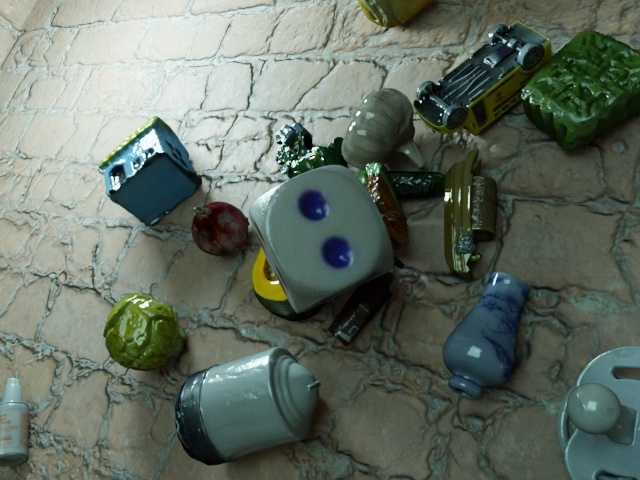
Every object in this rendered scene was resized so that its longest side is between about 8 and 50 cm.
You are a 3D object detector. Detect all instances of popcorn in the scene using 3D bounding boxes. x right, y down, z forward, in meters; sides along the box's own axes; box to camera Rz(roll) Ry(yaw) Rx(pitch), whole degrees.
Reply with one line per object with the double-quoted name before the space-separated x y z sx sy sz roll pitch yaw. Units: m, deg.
"popcorn" -0.478 0.245 1.649 0.221 0.183 0.204 37 92 36

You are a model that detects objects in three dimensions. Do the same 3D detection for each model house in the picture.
"model house" -0.539 -0.238 1.924 0.237 0.215 0.303 -37 48 8

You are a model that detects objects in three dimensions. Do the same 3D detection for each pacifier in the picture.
"pacifier" 0.488 0.301 1.048 0.238 0.225 0.287 1 63 50

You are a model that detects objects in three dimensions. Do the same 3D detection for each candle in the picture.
"candle" -0.141 0.363 1.374 0.342 0.221 0.221 -19 57 16

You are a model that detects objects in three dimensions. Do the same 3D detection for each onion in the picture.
"onion" -0.288 -0.041 1.680 0.159 0.195 0.160 -7 67 17

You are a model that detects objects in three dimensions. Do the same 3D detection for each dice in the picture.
"dice" 0.000 0.000 1.321 0.243 0.259 0.251 -26 84 -12

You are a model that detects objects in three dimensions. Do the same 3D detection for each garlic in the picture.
"garlic" 0.179 -0.256 1.542 0.212 0.218 0.219 35 85 13

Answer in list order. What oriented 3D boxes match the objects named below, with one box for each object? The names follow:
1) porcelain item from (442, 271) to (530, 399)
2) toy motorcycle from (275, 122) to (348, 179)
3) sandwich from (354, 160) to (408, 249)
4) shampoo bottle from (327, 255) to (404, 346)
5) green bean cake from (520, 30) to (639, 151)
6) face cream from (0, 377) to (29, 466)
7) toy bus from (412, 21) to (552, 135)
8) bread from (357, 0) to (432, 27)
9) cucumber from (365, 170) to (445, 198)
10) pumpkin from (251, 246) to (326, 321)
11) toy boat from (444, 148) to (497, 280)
"porcelain item" 0.337 0.193 1.247 0.141 0.141 0.259 14 65 34
"toy motorcycle" -0.023 -0.231 1.679 0.187 0.124 0.275 -48 52 11
"sandwich" 0.133 -0.072 1.454 0.109 0.185 0.160 -18 29 17
"shampoo bottle" 0.110 0.136 1.439 0.236 0.068 0.067 -50 48 -5
"green bean cake" 0.593 -0.332 1.378 0.248 0.125 0.222 -42 53 4
"face cream" -0.900 0.517 1.790 0.101 0.101 0.252 -26 55 16
"toy bus" 0.394 -0.372 1.497 0.330 0.152 0.144 -38 47 4
"bread" 0.196 -0.704 1.763 0.262 0.204 0.163 11 82 29
"cucumber" 0.200 -0.138 1.532 0.241 0.074 0.074 3 67 29
"pumpkin" -0.033 0.043 1.532 0.221 0.139 0.317 9 67 36
"toy boat" 0.343 -0.063 1.400 0.115 0.089 0.310 -5 62 24
